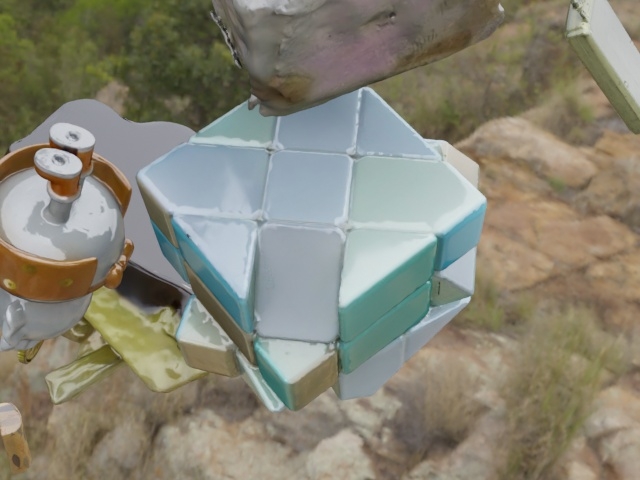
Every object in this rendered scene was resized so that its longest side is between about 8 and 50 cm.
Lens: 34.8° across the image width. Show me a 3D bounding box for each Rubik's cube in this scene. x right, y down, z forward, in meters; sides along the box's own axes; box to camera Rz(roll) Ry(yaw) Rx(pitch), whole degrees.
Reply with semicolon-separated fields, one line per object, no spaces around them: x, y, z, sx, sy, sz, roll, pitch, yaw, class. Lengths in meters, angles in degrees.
0.000;0.000;0.787;0.265;0.213;0.224;-34;64;-15;Rubik's cube

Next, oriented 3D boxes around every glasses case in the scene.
-0.568;0.368;1.898;0.041;0.170;0.064;-11;55;-16;glasses case

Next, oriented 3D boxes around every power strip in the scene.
0.288;-0.183;1.016;0.169;0.028;0.076;45;49;-32;power strip

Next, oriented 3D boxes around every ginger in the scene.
-0.289;0.012;1.354;0.358;0.211;0.413;20;37;-24;ginger

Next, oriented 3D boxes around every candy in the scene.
0.007;-0.197;0.645;0.195;0.137;0.184;-20;62;-2;candy

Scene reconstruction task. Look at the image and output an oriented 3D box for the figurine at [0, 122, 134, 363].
-0.230;0.016;0.881;0.143;0.271;0.143;2;44;-2;figurine
